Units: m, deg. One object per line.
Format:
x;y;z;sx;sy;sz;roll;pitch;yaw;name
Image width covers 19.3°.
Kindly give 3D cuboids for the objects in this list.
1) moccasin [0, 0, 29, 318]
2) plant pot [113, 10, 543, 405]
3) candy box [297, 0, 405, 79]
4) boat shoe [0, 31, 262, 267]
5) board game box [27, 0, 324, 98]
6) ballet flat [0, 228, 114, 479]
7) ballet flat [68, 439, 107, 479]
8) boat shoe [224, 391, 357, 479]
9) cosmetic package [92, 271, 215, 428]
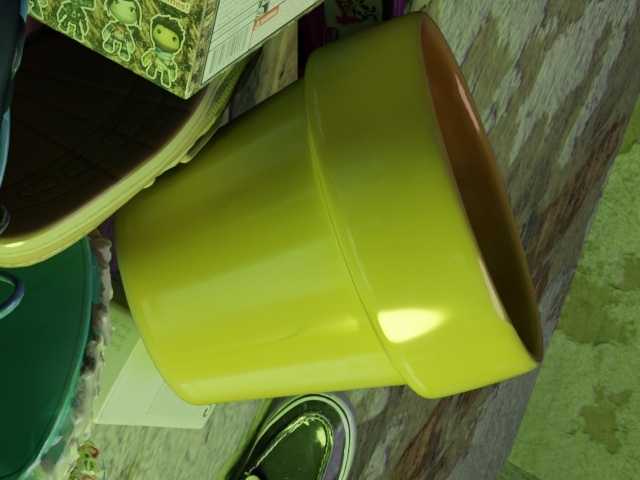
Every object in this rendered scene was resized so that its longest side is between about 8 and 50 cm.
-0.212;-0.013;1.015;0.117;0.138;0.342;-28;144;-65;moccasin
0.000;0.000;1.278;0.254;0.239;0.254;-18;90;-77;plant pot
0.038;-0.244;1.365;0.159;0.071;0.233;91;9;-59;candy box
-0.120;-0.082;1.205;0.341;0.122;0.110;-49;159;-39;boat shoe
-0.046;-0.270;1.080;0.232;0.141;0.291;-42;155;-49;board game box
-0.232;0.177;1.175;0.147;0.147;0.409;77;28;-66;ballet flat
-0.246;0.263;1.472;0.077;0.091;0.241;27;88;-51;ballet flat
-0.060;0.295;2.018;0.306;0.113;0.105;-56;180;13;boat shoe
-0.150;0.076;1.386;0.085;0.117;0.231;-62;165;0;cosmetic package
